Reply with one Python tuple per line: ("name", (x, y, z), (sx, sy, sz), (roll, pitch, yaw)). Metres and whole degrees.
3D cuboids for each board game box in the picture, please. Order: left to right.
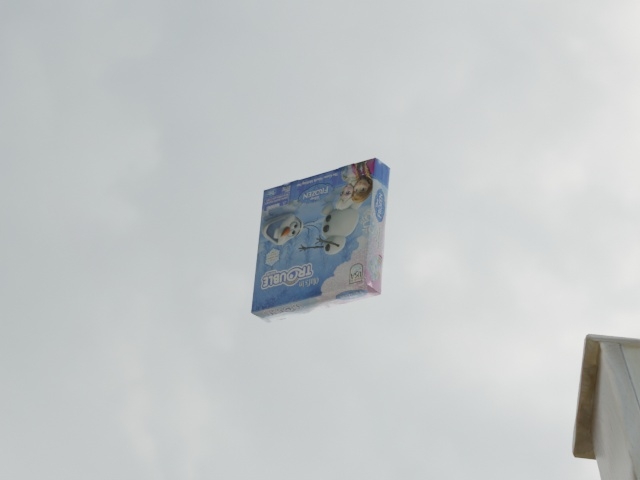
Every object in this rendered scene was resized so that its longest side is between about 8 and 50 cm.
("board game box", (0.000, 0.000, 1.172), (0.090, 0.020, 0.090), (-16, -123, 34))

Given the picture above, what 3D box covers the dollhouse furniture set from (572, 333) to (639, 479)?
("dollhouse furniture set", (0.198, 0.274, 0.920), (0.256, 0.362, 0.394), (-69, 164, -76))
